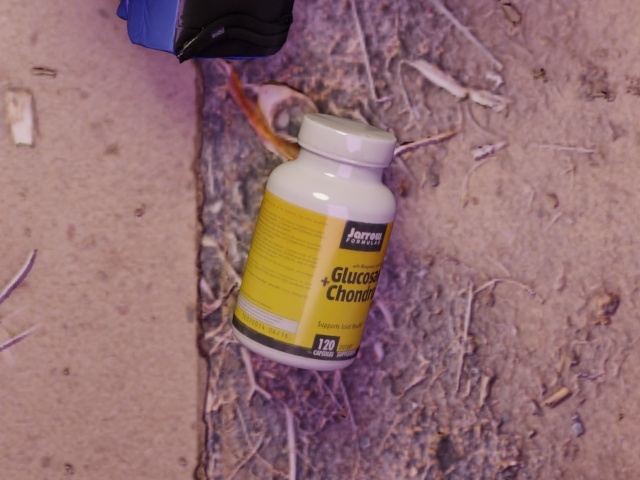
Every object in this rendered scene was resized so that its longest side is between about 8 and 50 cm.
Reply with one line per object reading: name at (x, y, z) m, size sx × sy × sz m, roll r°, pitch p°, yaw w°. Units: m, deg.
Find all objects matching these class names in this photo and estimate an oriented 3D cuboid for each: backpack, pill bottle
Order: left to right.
backpack at (-0.081, -0.186, 1.166) m, size 0.120 × 0.101 × 0.098 m, roll -4°, pitch 113°, yaw -43°
pill bottle at (0.000, 0.000, 1.228) m, size 0.103 × 0.103 × 0.184 m, roll 12°, pitch 103°, yaw -13°
